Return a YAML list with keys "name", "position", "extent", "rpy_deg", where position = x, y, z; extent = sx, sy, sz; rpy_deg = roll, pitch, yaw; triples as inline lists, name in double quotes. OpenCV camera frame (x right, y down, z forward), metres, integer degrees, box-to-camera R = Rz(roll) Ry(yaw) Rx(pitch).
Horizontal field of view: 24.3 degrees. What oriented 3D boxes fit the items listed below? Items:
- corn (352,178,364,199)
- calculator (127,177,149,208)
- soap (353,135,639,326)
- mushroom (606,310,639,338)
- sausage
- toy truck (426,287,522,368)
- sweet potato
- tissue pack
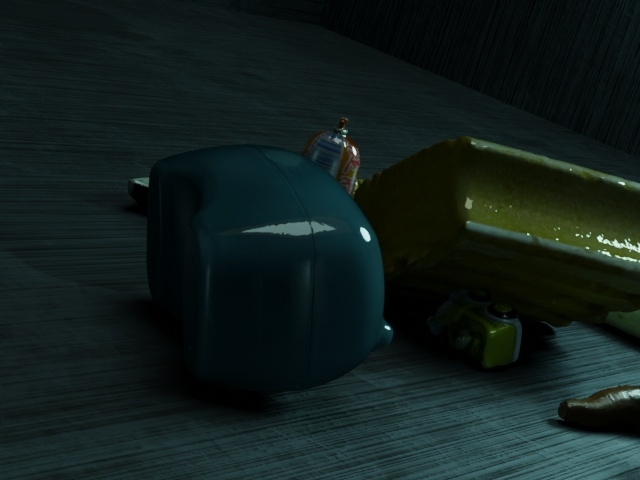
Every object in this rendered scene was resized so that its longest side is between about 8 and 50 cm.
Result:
- name: "corn"
  position: [0.036, -0.041, 2.052]
  extent: [0.313, 0.102, 0.102]
  rpy_deg: [23, 14, 30]
- name: "calculator"
  position: [-0.128, -0.042, 1.955]
  extent: [0.177, 0.040, 0.268]
  rpy_deg: [26, 15, 28]
- name: "soap"
  position: [0.234, 0.001, 1.820]
  extent: [0.335, 0.156, 0.293]
  rpy_deg: [13, -20, -22]
- name: "mushroom"
  position: [0.464, 0.108, 2.058]
  extent: [0.312, 0.081, 0.100]
  rpy_deg: [31, 22, 29]
- name: "sausage"
  position: [-0.011, -0.024, 1.628]
  extent: [0.071, 0.234, 0.071]
  rpy_deg: [18, 14, -5]
- name: "toy truck"
  position: [0.176, 0.104, 1.733]
  extent: [0.077, 0.076, 0.111]
  rpy_deg: [-18, 33, -35]
- name: "sweet potato"
  position: [0.374, 0.190, 1.675]
  extent: [0.264, 0.057, 0.057]
  rpy_deg: [7, 18, -26]
- name: "tissue pack"
  position: [-0.050, 0.019, 1.459]
  extent: [0.206, 0.198, 0.287]
  rpy_deg: [-4, 20, -18]
